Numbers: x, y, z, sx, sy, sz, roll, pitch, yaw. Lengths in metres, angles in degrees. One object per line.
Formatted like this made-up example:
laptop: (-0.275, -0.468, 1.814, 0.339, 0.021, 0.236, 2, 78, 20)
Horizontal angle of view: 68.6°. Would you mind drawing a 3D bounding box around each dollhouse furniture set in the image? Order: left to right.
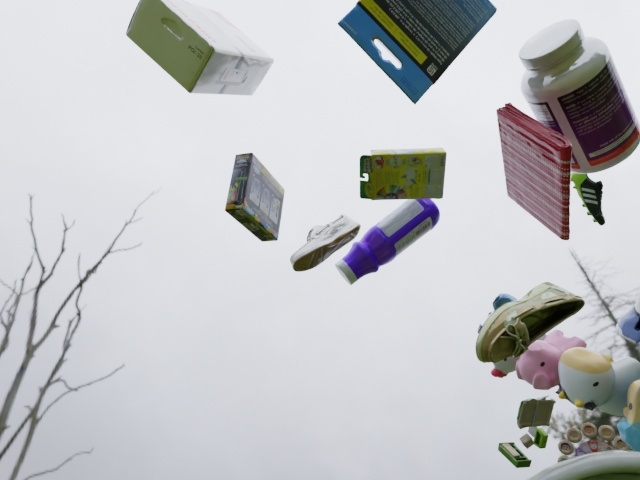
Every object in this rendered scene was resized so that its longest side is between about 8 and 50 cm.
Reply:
dollhouse furniture set: (0.399, 0.362, 0.921, 0.076, 0.058, 0.152, 3, -77, -17)

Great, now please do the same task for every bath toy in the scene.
bath toy: (0.402, 0.218, 0.789, 0.151, 0.348, 0.129, 41, -97, -17)

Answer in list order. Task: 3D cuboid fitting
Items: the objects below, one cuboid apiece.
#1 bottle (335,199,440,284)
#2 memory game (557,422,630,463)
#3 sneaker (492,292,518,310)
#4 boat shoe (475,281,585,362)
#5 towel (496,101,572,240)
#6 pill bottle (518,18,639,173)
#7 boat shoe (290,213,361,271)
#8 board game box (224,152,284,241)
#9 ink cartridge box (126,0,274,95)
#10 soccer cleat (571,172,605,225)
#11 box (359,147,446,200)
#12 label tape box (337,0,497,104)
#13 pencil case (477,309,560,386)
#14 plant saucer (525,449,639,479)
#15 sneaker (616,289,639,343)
bottle: (0.165, -0.001, 1.163, 0.282, 0.092, 0.118, -37, -20, -8)
memory game: (0.687, 0.549, 1.162, 0.186, 0.186, 0.012, -27, -37, 20)
sneaker: (0.516, 0.195, 1.203, 0.162, 0.073, 0.063, 39, -90, -3)
boat shoe: (0.254, 0.103, 0.571, 0.152, 0.048, 0.056, -25, -66, -22)
towel: (0.455, -0.142, 0.990, 0.031, 0.199, 0.275, -31, -46, 0)
pill bottle: (0.573, -0.317, 1.051, 0.181, 0.182, 0.323, -31, -60, 24)
boat shoe: (0.000, 0.000, 1.438, 0.277, 0.096, 0.098, -31, -26, -35)
board game box: (-0.145, -0.095, 1.074, 0.048, 0.141, 0.170, -5, -26, 21)
ink cartridge box: (-0.269, -0.448, 1.092, 0.207, 0.283, 0.117, 43, -65, 6)
soccer cleat: (0.787, -0.128, 1.354, 0.072, 0.179, 0.060, -29, -2, 31)
box: (0.172, -0.140, 1.001, 0.179, 0.043, 0.105, -1, -63, 1)
label tape box: (0.207, -0.485, 1.065, 0.240, 0.334, 0.106, 43, -14, -9)
pencil case: (0.580, 0.296, 1.300, 0.113, 0.273, 0.124, 13, -79, -52)
plant saucer: (0.318, 0.429, 0.537, 0.399, 0.401, 0.100, -3, -2, -6)
sneaker: (0.659, 0.111, 0.731, 0.127, 0.315, 0.183, -15, -66, -51)
